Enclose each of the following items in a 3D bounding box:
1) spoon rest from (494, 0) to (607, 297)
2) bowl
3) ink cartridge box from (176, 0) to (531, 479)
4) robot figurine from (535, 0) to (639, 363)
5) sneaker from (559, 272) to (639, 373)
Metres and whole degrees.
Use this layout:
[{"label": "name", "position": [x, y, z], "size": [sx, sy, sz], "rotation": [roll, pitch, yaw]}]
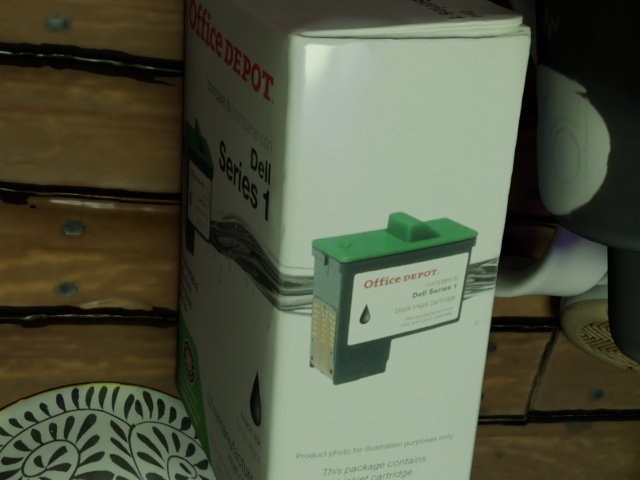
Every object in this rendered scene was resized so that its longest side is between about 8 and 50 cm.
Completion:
[{"label": "spoon rest", "position": [0.129, -0.091, 0.516], "size": [0.137, 0.084, 0.276], "rotation": [-1, 114, -21]}, {"label": "bowl", "position": [-0.110, 0.163, 0.539], "size": [0.170, 0.080, 0.170], "rotation": [-9, 116, -18]}, {"label": "ink cartridge box", "position": [0.000, 0.000, 0.463], "size": [0.093, 0.160, 0.219], "rotation": [-5, 113, -19]}, {"label": "robot figurine", "position": [0.168, -0.091, 0.404], "size": [0.174, 0.209, 0.278], "rotation": [-4, 102, -6]}, {"label": "sneaker", "position": [0.273, -0.012, 0.604], "size": [0.282, 0.153, 0.099], "rotation": [-5, 148, 15]}]
